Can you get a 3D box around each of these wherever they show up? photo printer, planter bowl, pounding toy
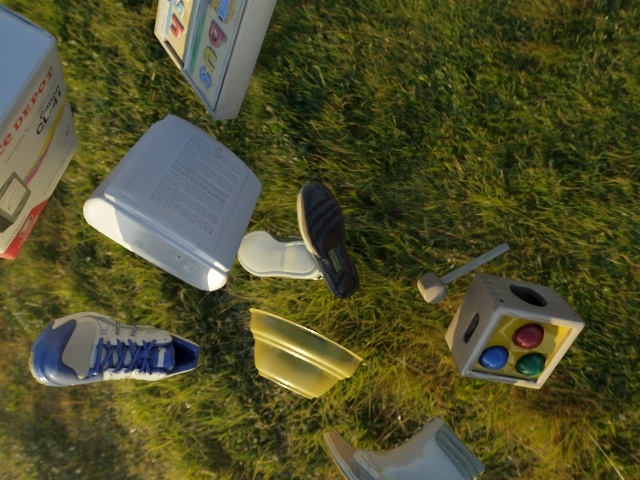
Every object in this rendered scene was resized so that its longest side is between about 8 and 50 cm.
[{"bbox_3d":[-0.248,-0.090,0.772,0.256,0.308,0.107,36,129,-24],"label":"photo printer"},{"bbox_3d":[-0.040,0.201,0.675,0.217,0.217,0.090,18,70,21],"label":"planter bowl"},{"bbox_3d":[0.240,0.102,0.563,0.205,0.094,0.181,12,118,-8],"label":"pounding toy"}]

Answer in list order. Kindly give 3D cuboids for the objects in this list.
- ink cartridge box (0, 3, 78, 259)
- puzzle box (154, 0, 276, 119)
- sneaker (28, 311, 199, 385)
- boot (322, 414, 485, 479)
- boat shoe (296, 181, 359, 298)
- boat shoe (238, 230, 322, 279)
[{"bbox_3d":[-0.425,-0.116,0.503,0.306,0.131,0.226,-19,49,61],"label":"ink cartridge box"},{"bbox_3d":[-0.173,-0.448,0.681,0.272,0.052,0.409,54,138,17],"label":"puzzle box"},{"bbox_3d":[-0.314,0.180,0.674,0.130,0.296,0.112,0,79,16],"label":"sneaker"},{"bbox_3d":[0.117,0.327,0.619,0.213,0.165,0.077,28,150,50],"label":"boot"},{"bbox_3d":[0.000,0.000,0.621,0.072,0.068,0.190,26,136,61],"label":"boat shoe"},{"bbox_3d":[-0.084,0.040,0.976,0.304,0.091,0.109,7,86,43],"label":"boat shoe"}]
